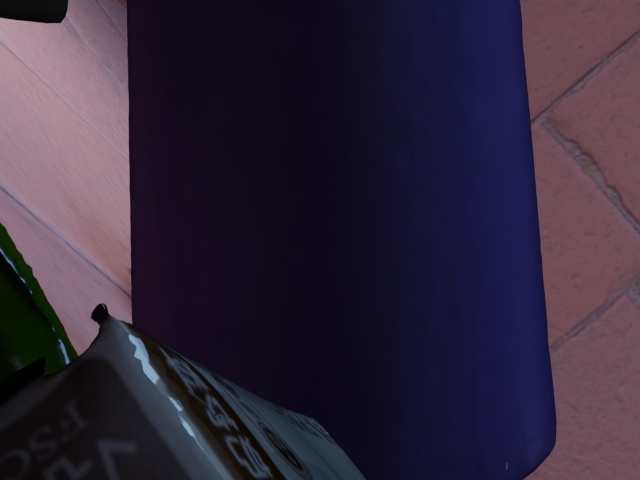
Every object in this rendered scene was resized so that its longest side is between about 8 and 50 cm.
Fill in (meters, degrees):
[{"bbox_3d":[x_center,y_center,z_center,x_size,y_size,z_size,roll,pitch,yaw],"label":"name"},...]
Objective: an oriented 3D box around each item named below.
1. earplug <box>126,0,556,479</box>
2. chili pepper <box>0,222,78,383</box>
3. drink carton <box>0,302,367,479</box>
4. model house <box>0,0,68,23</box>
[{"bbox_3d":[0.004,-0.109,0.942,0.215,0.215,0.456,-119,-155,-72],"label":"earplug"},{"bbox_3d":[-0.083,0.094,0.720,0.076,0.085,0.359,-39,97,-44],"label":"chili pepper"},{"bbox_3d":[0.017,0.187,0.503,0.324,0.132,0.194,53,5,18],"label":"drink carton"},{"bbox_3d":[-0.189,-0.101,0.596,0.211,0.204,0.243,3,57,-24],"label":"model house"}]
